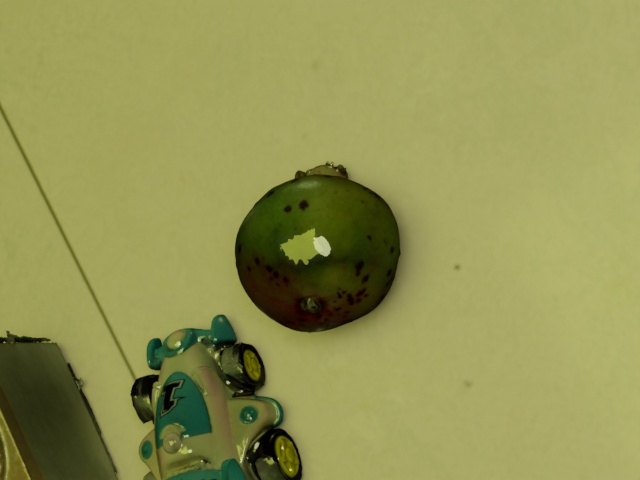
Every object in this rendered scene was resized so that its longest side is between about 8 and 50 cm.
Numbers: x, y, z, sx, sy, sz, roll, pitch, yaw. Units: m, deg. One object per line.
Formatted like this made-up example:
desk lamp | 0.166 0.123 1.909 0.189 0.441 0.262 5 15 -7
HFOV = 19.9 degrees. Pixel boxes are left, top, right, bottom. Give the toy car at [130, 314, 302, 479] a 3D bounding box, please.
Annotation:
toy car | -0.096 0.140 1.395 0.126 0.098 0.161 -18 79 21

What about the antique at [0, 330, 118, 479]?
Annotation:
antique | -0.270 0.171 1.450 0.146 0.148 0.152 -32 75 22

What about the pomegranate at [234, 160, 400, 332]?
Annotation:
pomegranate | 0.000 0.007 1.359 0.130 0.130 0.130 -3 84 26
